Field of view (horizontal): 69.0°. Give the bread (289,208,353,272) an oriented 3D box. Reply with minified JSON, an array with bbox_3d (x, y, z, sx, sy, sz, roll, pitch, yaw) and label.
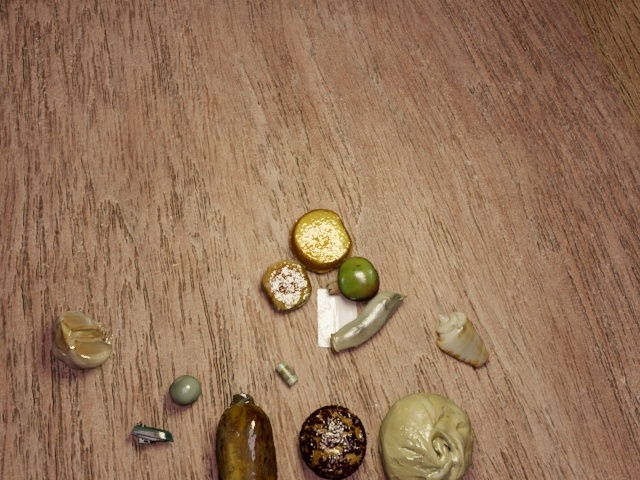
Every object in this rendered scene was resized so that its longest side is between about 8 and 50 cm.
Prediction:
[{"bbox_3d":[0.000,0.000,1.829,0.269,0.145,0.268,1,72,-4],"label":"bread"}]

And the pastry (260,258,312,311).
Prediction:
[{"bbox_3d":[-0.125,0.170,1.774,0.182,0.093,0.192,-29,78,-14],"label":"pastry"}]

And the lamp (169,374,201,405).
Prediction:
[{"bbox_3d":[-0.462,0.513,1.594,0.105,0.105,0.105,3,70,-7],"label":"lamp"}]

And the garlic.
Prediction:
[{"bbox_3d":[-0.821,0.358,1.586,0.229,0.178,0.142,40,100,25],"label":"garlic"}]

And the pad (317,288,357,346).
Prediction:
[{"bbox_3d":[0.067,0.297,1.804,0.157,0.004,0.231,2,70,-7],"label":"pad"}]

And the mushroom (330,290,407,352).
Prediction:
[{"bbox_3d":[0.181,0.304,1.767,0.351,0.097,0.109,-38,90,-18],"label":"mushroom"}]

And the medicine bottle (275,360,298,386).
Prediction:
[{"bbox_3d":[-0.122,0.481,1.685,0.047,0.047,0.083,-40,80,-19],"label":"medicine bottle"}]

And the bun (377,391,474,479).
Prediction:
[{"bbox_3d":[0.367,0.687,1.589,0.362,0.234,0.326,-34,73,-25],"label":"bun"}]

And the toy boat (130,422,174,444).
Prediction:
[{"bbox_3d":[-0.558,0.653,1.554,0.141,0.055,0.060,13,61,-4],"label":"toy boat"}]

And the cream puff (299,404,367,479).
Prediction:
[{"bbox_3d":[0.046,0.681,1.574,0.239,0.165,0.238,2,68,-5],"label":"cream puff"}]

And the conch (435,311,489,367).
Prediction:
[{"bbox_3d":[0.549,0.373,1.782,0.255,0.127,0.158,37,69,5],"label":"conch"}]

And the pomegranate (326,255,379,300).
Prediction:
[{"bbox_3d":[0.121,0.158,1.782,0.210,0.180,0.179,-18,72,13],"label":"pomegranate"}]

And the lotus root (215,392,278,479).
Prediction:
[{"bbox_3d":[-0.239,0.703,1.515,0.196,0.179,0.397,-4,72,-12],"label":"lotus root"}]
